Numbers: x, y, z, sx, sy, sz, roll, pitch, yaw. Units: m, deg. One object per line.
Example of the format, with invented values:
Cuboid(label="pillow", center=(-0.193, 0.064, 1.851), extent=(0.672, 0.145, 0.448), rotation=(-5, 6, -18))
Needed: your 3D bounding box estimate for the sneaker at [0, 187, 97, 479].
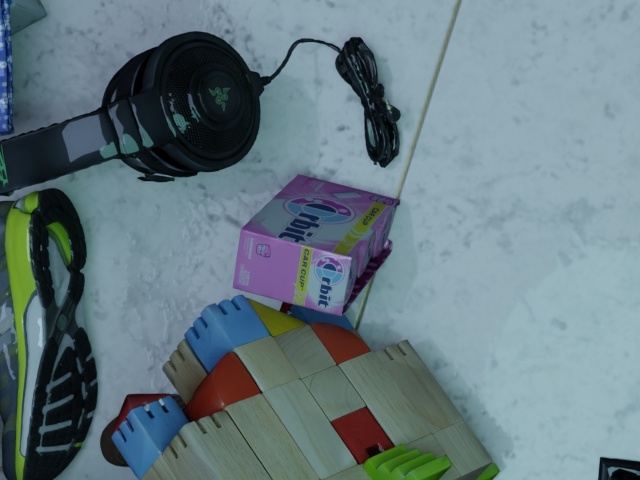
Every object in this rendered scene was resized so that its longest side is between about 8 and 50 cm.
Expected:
Cuboid(label="sneaker", center=(-0.301, 0.099, 1.955), extent=(0.121, 0.111, 0.299), rotation=(-2, 88, 31))

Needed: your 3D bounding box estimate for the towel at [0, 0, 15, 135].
Cuboid(label="towel", center=(-0.422, -0.259, 1.916), extent=(0.243, 0.040, 0.336), rotation=(-4, 87, 12))

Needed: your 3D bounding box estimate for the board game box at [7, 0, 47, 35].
Cuboid(label="board game box", center=(-0.452, -0.309, 1.993), extent=(0.224, 0.097, 0.303), rotation=(-30, 84, 10))

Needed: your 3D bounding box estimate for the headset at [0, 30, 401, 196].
Cuboid(label="headset", center=(-0.123, -0.100, 1.858), extent=(0.394, 0.243, 0.185), rotation=(-21, 96, -14))

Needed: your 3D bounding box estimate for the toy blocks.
Cuboid(label="toy blocks", center=(-0.032, 0.163, 1.772), extent=(0.261, 0.381, 0.190), rotation=(54, 134, 18))

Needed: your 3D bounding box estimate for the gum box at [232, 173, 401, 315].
Cuboid(label="gum box", center=(0.000, 0.000, 1.843), extent=(0.107, 0.188, 0.062), rotation=(14, 112, 12))

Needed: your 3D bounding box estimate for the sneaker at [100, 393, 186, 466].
Cuboid(label="sneaker", center=(-0.136, 0.180, 1.921), extent=(0.188, 0.071, 0.066), rotation=(-16, 85, 11))

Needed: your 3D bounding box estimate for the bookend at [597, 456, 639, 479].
Cuboid(label="bookend", center=(0.324, 0.247, 1.777), extent=(0.157, 0.156, 0.072), rotation=(5, 90, 13))
